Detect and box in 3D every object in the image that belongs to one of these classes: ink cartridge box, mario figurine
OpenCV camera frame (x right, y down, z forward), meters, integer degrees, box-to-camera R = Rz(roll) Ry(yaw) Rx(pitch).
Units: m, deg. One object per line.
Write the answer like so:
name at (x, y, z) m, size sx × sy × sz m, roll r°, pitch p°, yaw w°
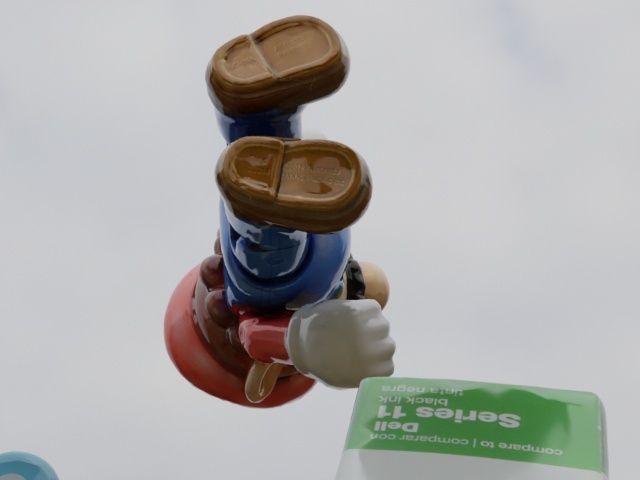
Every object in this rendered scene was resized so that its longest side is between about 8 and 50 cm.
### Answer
ink cartridge box at (0.036, 0.156, 0.446) m, size 0.087 × 0.208 × 0.153 m, roll 5°, pitch -66°, yaw 7°
mario figurine at (0.000, 0.000, 0.956) m, size 0.170 × 0.198 × 0.320 m, roll 27°, pitch -26°, yaw 10°

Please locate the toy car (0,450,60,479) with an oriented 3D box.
toy car at (-0.228, 0.318, 1.108) m, size 0.238 × 0.210 × 0.219 m, roll -43°, pitch -26°, yaw -23°
